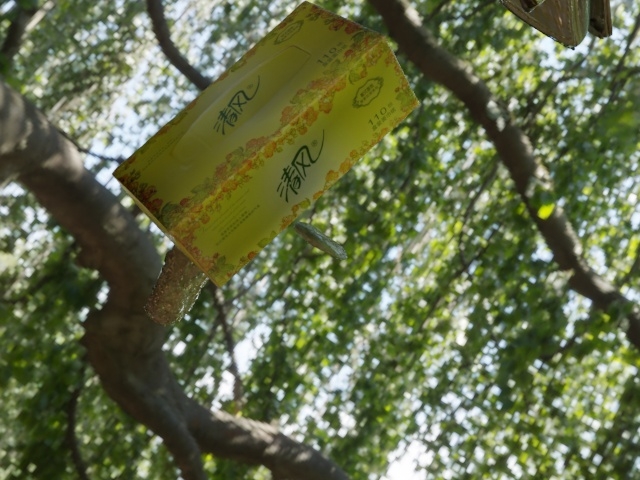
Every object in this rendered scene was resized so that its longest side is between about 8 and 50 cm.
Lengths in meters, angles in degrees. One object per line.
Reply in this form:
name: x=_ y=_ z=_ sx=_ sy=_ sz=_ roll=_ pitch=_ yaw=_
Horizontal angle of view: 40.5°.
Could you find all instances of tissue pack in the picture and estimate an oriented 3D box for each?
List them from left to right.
tissue pack: x=-0.036 y=-0.066 z=0.551 sx=0.095 sy=0.176 sz=0.062 roll=40 pitch=-11 yaw=46

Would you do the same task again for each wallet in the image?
wallet: x=0.292 y=-0.420 z=1.128 sx=0.223 sy=0.077 sz=0.309 roll=58 pitch=-9 yaw=45

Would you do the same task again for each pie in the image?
pie: x=-0.110 y=-0.031 z=0.919 sx=0.055 sy=0.274 sz=0.274 roll=30 pitch=-20 yaw=-8
pie: x=0.000 y=0.000 z=1.108 sx=0.085 sy=0.017 sz=0.085 roll=32 pitch=6 yaw=-4

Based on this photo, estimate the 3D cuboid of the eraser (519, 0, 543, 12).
eraser: x=0.171 y=-0.257 z=0.498 sx=0.069 sy=0.226 sz=0.158 roll=53 pitch=15 yaw=24
